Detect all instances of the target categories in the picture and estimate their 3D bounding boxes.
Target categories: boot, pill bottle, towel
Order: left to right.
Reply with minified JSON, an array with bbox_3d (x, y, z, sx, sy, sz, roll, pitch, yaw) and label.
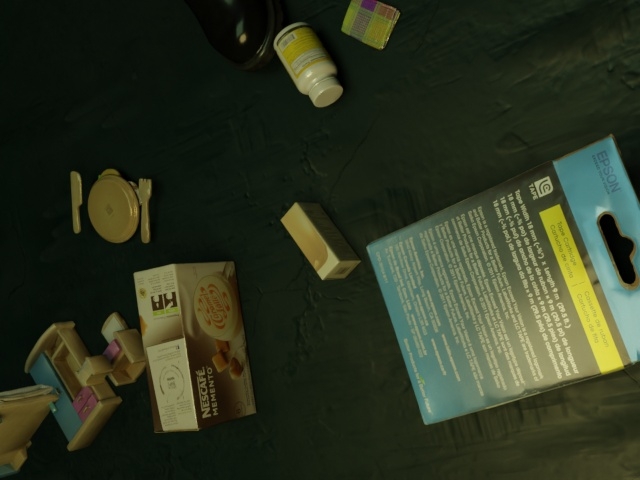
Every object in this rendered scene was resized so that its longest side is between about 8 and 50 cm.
[{"bbox_3d":[-0.224,-0.406,1.179,0.131,0.260,0.347,-40,68,36],"label":"boot"},{"bbox_3d":[-0.015,-0.252,1.155,0.065,0.065,0.116,-39,69,29],"label":"pill bottle"},{"bbox_3d":[0.069,-0.308,1.128,0.083,0.009,0.060,32,109,32],"label":"towel"}]

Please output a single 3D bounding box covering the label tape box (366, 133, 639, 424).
[{"bbox_3d":[0.244,0.056,0.947,0.334,0.106,0.240,-25,76,33],"label":"label tape box"}]

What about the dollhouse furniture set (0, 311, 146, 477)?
[{"bbox_3d":[-0.512,0.238,1.372,0.198,0.303,0.286,49,117,24],"label":"dollhouse furniture set"}]

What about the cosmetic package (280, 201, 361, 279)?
[{"bbox_3d":[0.000,0.000,1.151,0.041,0.060,0.115,-48,63,26],"label":"cosmetic package"}]

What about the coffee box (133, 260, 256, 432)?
[{"bbox_3d":[-0.194,0.161,1.242,0.098,0.141,0.246,-13,83,35],"label":"coffee box"}]

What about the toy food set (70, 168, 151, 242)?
[{"bbox_3d":[-0.364,-0.061,1.431,0.192,0.039,0.132,9,103,30],"label":"toy food set"}]
